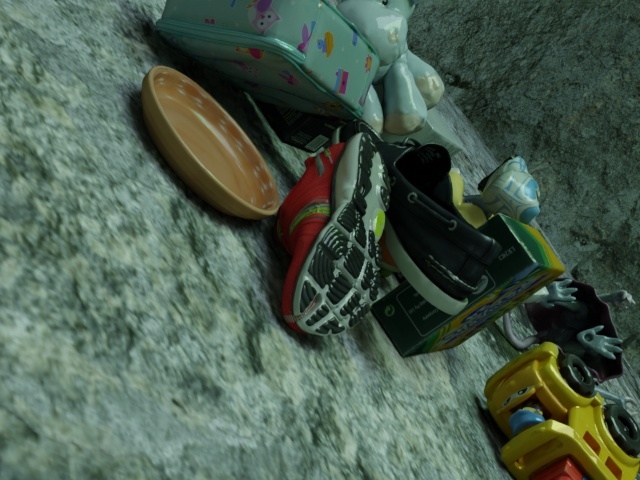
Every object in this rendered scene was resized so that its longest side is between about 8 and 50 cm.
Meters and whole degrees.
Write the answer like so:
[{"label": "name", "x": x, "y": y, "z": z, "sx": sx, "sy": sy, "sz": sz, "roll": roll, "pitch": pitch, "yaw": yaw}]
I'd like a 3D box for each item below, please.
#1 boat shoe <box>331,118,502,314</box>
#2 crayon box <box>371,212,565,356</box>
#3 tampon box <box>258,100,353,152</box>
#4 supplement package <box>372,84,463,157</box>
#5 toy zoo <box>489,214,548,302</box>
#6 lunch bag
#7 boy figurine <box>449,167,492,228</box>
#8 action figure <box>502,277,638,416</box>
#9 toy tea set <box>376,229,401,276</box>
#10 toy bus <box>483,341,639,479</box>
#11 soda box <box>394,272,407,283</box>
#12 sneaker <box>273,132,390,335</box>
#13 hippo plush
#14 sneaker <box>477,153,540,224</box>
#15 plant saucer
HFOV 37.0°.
[{"label": "boat shoe", "x": 0.116, "y": -0.063, "z": 1.152, "sx": 0.127, "sy": 0.113, "sz": 0.340, "roll": 29, "pitch": 24, "yaw": -33}, {"label": "crayon box", "x": 0.217, "y": 0.064, "z": 1.308, "sx": 0.083, "sy": 0.203, "sz": 0.323, "roll": 57, "pitch": 16, "yaw": 14}, {"label": "tampon box", "x": -0.036, "y": -0.230, "z": 1.427, "sx": 0.161, "sy": 0.101, "sz": 0.120, "roll": 56, "pitch": 15, "yaw": 17}, {"label": "supplement package", "x": 0.128, "y": -0.214, "z": 1.766, "sx": 0.194, "sy": 0.149, "sz": 0.203, "roll": 57, "pitch": 16, "yaw": 18}, {"label": "toy zoo", "x": 0.293, "y": 0.032, "z": 1.718, "sx": 0.293, "sy": 0.030, "sz": 0.192, "roll": 0, "pitch": 51, "yaw": -43}, {"label": "lunch bag", "x": -0.065, "y": -0.244, "z": 1.226, "sx": 0.224, "sy": 0.108, "sz": 0.279, "roll": 14, "pitch": -6, "yaw": 28}, {"label": "boy figurine", "x": 0.221, "y": -0.028, "z": 1.486, "sx": 0.285, "sy": 0.092, "sz": 0.177, "roll": -6, "pitch": 84, "yaw": -77}, {"label": "action figure", "x": 0.496, "y": 0.222, "z": 1.908, "sx": 0.370, "sy": 0.276, "sz": 0.248, "roll": 61, "pitch": 27, "yaw": -70}, {"label": "toy tea set", "x": 0.074, "y": -0.054, "z": 1.407, "sx": 0.200, "sy": 0.124, "sz": 0.336, "roll": 21, "pitch": 22, "yaw": 0}, {"label": "toy bus", "x": 0.305, "y": 0.275, "z": 1.252, "sx": 0.220, "sy": 0.149, "sz": 0.211, "roll": 50, "pitch": 31, "yaw": 1}, {"label": "soda box", "x": 0.165, "y": 0.047, "z": 1.477, "sx": 0.169, "sy": 0.053, "sz": 0.060, "roll": 27, "pitch": 29, "yaw": -58}, {"label": "sneaker", "x": 0.000, "y": 0.000, "z": 1.032, "sx": 0.107, "sy": 0.118, "sz": 0.279, "roll": 56, "pitch": 34, "yaw": -31}, {"label": "hippo plush", "x": 0.110, "y": -0.320, "z": 1.541, "sx": 0.234, "sy": 0.236, "sz": 0.294, "roll": 22, "pitch": 62, "yaw": 1}, {"label": "sneaker", "x": 0.291, "y": -0.073, "z": 1.447, "sx": 0.086, "sy": 0.085, "sz": 0.237, "roll": 47, "pitch": 18, "yaw": -2}, {"label": "plant saucer", "x": -0.121, "y": -0.098, "z": 1.019, "sx": 0.200, "sy": 0.037, "sz": 0.200, "roll": 46, "pitch": 17, "yaw": -19}]
